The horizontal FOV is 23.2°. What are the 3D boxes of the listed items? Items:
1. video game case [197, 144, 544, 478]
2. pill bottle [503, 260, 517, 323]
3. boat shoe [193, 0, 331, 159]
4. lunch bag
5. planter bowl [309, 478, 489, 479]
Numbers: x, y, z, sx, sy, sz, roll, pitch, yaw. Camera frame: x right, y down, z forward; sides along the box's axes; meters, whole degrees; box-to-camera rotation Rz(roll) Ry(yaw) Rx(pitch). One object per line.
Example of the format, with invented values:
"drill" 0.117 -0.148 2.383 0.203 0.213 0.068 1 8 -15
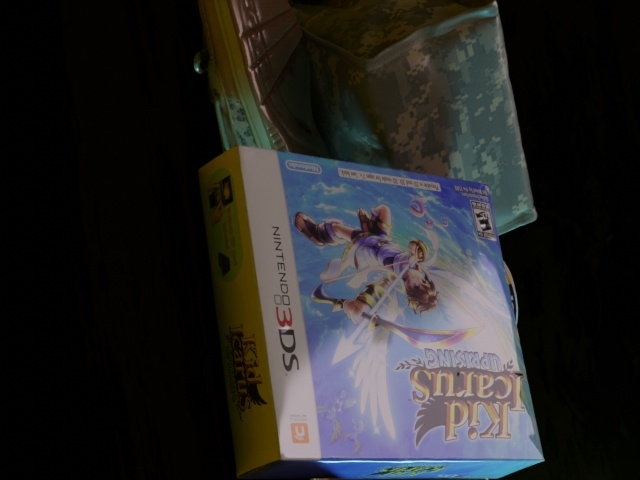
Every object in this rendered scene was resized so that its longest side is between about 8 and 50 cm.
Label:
"video game case" 0.043 0.062 1.222 0.269 0.061 0.244 6 67 -38
"pill bottle" 0.097 0.080 1.603 0.334 0.188 0.188 -19 99 -69
"boat shoe" -0.060 -0.107 1.332 0.104 0.089 0.285 -45 126 -53
"lunch bag" 0.055 -0.137 1.454 0.287 0.169 0.235 40 -29 53
"planter bowl" 0.054 0.274 1.438 0.090 0.217 0.217 -18 -100 58
